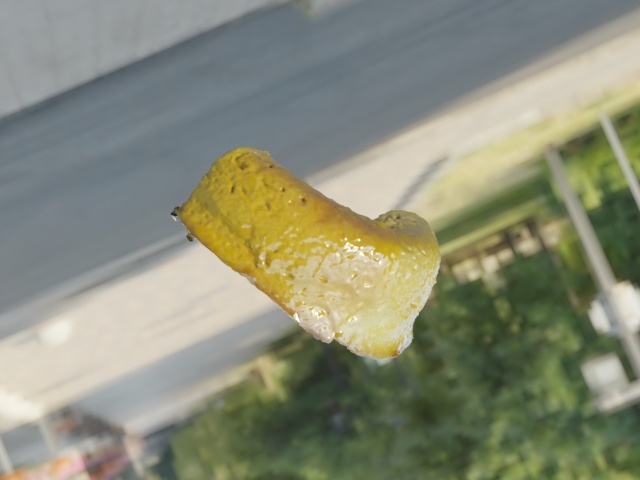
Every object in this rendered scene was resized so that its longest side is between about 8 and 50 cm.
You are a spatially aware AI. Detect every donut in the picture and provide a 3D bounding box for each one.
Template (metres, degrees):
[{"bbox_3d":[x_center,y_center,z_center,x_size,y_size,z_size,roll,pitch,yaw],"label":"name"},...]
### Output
[{"bbox_3d":[0.000,0.000,0.597,0.038,0.083,0.067,-54,175,19],"label":"donut"}]
